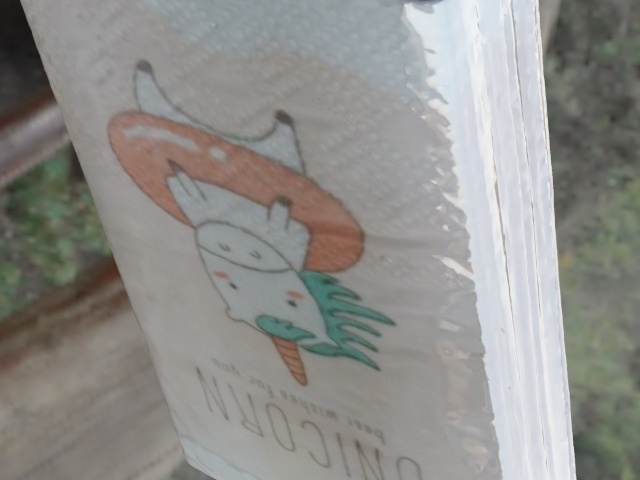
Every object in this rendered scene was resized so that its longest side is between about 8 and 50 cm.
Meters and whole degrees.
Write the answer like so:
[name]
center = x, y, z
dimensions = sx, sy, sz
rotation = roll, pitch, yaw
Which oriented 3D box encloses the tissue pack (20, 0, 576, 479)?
[tissue pack]
center = 0.000, 0.000, 0.646
dimensions = 0.071, 0.170, 0.325
rotation = -55, 151, -31
